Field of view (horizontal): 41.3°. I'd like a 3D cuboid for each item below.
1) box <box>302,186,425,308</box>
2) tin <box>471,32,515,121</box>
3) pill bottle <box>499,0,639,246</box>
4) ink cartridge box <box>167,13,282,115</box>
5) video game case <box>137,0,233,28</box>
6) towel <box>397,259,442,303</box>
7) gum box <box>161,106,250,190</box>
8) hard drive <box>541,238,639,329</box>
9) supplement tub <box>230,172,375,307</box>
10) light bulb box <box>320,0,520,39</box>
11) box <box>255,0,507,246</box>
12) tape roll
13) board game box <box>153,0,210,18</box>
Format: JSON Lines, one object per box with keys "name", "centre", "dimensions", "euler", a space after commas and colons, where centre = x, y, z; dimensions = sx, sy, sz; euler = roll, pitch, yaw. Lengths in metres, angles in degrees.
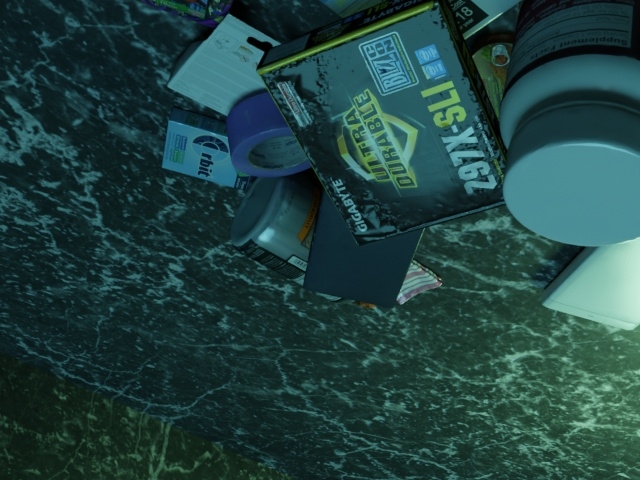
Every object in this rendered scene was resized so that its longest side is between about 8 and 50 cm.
{"name": "box", "centre": [0.097, -0.107, 1.510], "dimensions": [0.179, 0.313, 0.343], "euler": [12, 145, -1]}
{"name": "tin", "centre": [0.313, -0.276, 1.450], "dimensions": [0.106, 0.040, 0.190], "euler": [-5, 143, 16]}
{"name": "pill bottle", "centre": [0.347, -0.204, 1.060], "dimensions": [0.224, 0.392, 0.224], "euler": [12, 147, 8]}
{"name": "ink cartridge box", "centre": [-0.142, -0.310, 1.510], "dimensions": [0.181, 0.056, 0.224], "euler": [24, 141, -27]}
{"name": "video game case", "centre": [-0.238, -0.454, 1.353], "dimensions": [0.232, 0.042, 0.210], "euler": [18, 146, -9]}
{"name": "towel", "centre": [0.170, 0.079, 2.001], "dimensions": [0.197, 0.029, 0.144], "euler": [31, 140, -26]}
{"name": "gum box", "centre": [-0.224, -0.183, 1.734], "dimensions": [0.184, 0.041, 0.157], "euler": [15, 145, -7]}
{"name": "hard drive", "centre": [0.665, 0.074, 1.833], "dimensions": [0.233, 0.047, 0.353], "euler": [16, 145, -6]}
{"name": "supplement tub", "centre": [0.000, 0.000, 1.783], "dimensions": [0.338, 0.207, 0.207], "euler": [29, 142, -24]}
{"name": "light bulb box", "centre": [0.124, -0.466, 1.070], "dimensions": [0.361, 0.225, 0.358], "euler": [31, 141, -27]}
{"name": "box", "centre": [0.102, -0.159, 1.166], "dimensions": [0.257, 0.079, 0.322], "euler": [-17, 124, 21]}
{"name": "tape roll", "centre": [-0.079, -0.195, 1.580], "dimensions": [0.189, 0.080, 0.189], "euler": [-9, 158, -4]}
{"name": "board game box", "centre": [-0.236, -0.424, 1.274], "dimensions": [0.160, 0.039, 0.211], "euler": [17, 162, -8]}
